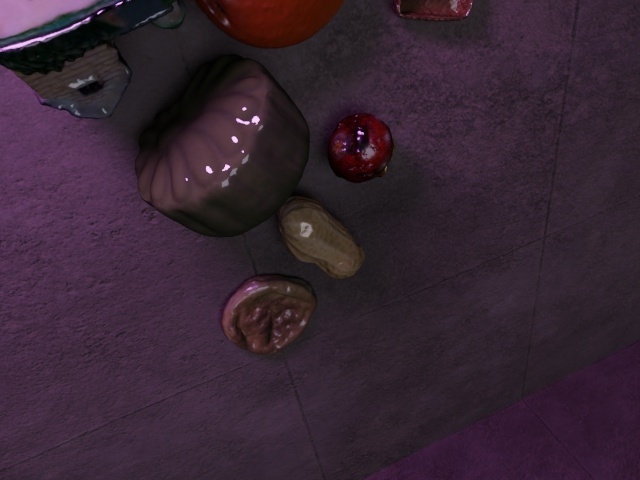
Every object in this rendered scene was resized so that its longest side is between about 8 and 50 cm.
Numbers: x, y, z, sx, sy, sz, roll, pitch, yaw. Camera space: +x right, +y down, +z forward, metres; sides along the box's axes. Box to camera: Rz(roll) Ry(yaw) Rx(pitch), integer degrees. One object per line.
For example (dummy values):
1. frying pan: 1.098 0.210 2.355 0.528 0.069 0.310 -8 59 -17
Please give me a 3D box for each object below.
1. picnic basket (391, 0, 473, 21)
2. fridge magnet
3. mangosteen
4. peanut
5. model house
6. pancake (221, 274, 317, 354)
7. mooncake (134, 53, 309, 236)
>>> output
1. picnic basket: 0.247 -0.543 1.104 0.194 0.054 0.110 -7 126 -22
2. fridge magnet: -0.084 -0.524 0.867 0.364 0.155 0.363 -21 127 -30
3. mangosteen: 0.105 -0.221 1.202 0.180 0.166 0.166 -11 131 -52
4. peanut: 0.000 0.000 1.302 0.152 0.152 0.313 -46 133 9
5. model house: -0.355 -0.356 0.801 0.299 0.243 0.284 -31 170 -9
6. pancake: -0.142 0.214 1.441 0.295 0.049 0.294 -14 126 -19
7. mooncake: -0.199 -0.178 0.973 0.351 0.351 0.187 -44 141 7
